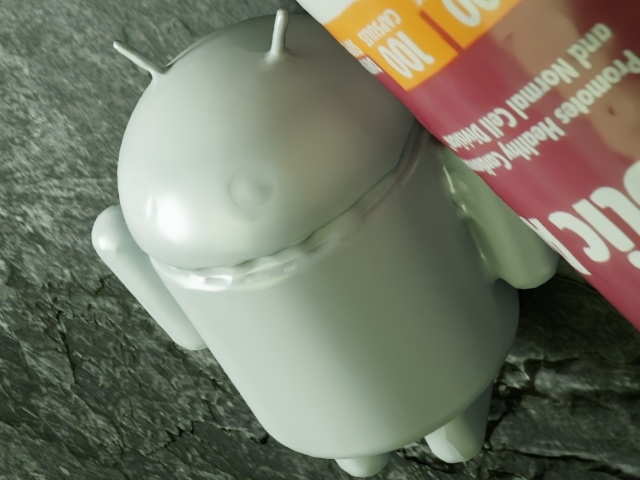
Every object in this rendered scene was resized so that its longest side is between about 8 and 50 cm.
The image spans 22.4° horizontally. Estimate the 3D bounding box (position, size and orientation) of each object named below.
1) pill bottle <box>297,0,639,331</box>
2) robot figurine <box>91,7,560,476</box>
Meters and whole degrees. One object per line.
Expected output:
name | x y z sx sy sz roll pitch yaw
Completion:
pill bottle | 0.196 -0.061 0.724 0.392 0.224 0.224 43 150 -8
robot figurine | 0.000 0.000 1.049 0.300 0.200 0.353 -14 127 22
